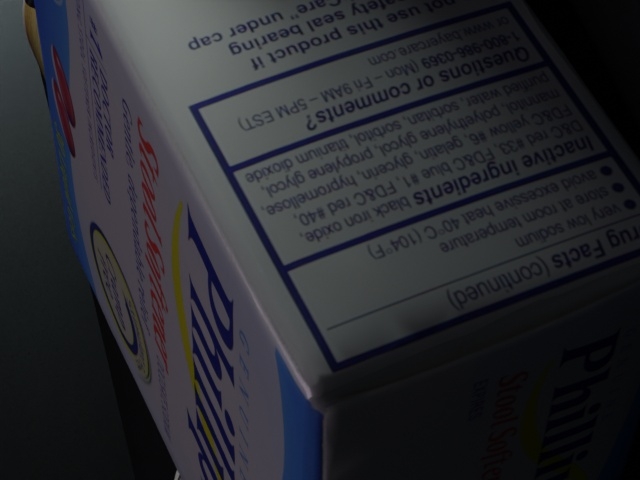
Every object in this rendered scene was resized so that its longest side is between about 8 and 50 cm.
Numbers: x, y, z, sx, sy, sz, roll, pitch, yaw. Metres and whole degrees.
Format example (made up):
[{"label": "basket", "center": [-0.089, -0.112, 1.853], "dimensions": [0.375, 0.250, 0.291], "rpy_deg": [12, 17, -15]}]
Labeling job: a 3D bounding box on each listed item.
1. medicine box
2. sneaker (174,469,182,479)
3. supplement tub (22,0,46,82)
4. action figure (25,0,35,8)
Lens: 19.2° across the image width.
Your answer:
[{"label": "medicine box", "center": [0.000, 0.000, 0.781], "dimensions": [0.263, 0.149, 0.289], "rpy_deg": [92, 154, -53]}, {"label": "sneaker", "center": [-0.065, 0.181, 1.509], "dimensions": [0.162, 0.106, 0.281], "rpy_deg": [89, 178, -68]}, {"label": "supplement tub", "center": [-0.125, -0.142, 1.298], "dimensions": [0.200, 0.144, 0.144], "rpy_deg": [-121, 21, -58]}, {"label": "action figure", "center": [-0.098, -0.226, 0.974], "dimensions": [0.330, 0.178, 0.341], "rpy_deg": [94, 163, -59]}]
